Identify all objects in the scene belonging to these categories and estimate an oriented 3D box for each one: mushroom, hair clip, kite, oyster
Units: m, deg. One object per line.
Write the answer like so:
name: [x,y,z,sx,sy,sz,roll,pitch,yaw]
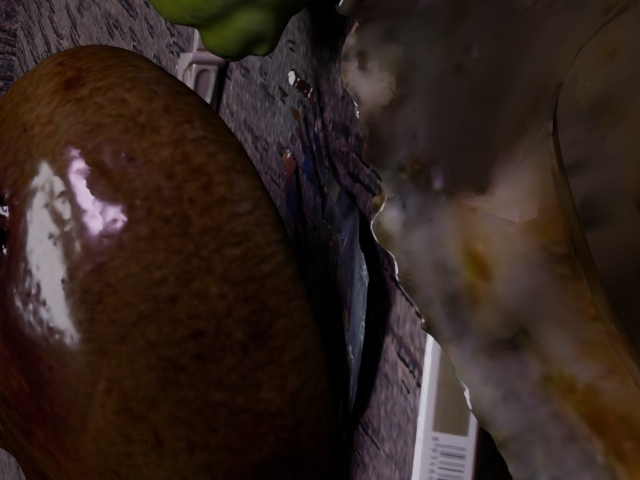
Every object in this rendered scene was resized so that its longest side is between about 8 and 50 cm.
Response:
mushroom: [-0.099,0.033,1.102,0.345,0.260,0.345,35,138,39]
hair clip: [-0.090,-0.129,1.381,0.072,0.034,0.226,-109,27,-52]
kite: [0.001,0.000,1.063,0.245,0.015,0.141,-105,21,-46]
oyster: [0.117,0.025,0.458,0.198,0.133,0.337,-4,91,34]

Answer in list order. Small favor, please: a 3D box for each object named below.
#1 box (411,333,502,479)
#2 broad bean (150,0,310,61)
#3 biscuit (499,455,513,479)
box: [0.066,0.024,0.716,0.109,0.029,0.198,-32,-51,-72]
broad bean: [-0.039,-0.247,1.065,0.238,0.119,0.291,-104,24,-47]
biscuit: [0.108,0.096,0.618,0.192,0.036,0.186,154,121,-73]
